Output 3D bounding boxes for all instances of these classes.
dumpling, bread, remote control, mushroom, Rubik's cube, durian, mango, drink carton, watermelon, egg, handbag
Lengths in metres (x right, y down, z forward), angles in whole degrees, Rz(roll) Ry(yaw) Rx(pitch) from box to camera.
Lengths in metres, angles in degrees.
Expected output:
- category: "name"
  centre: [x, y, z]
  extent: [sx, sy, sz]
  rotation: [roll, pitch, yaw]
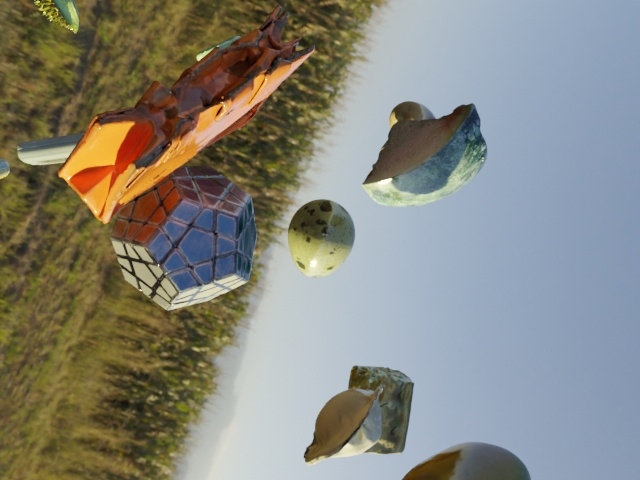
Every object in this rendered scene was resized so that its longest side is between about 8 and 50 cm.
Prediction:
- category: "dumpling"
  centre: [0.065, 0.422, 1.502]
  extent: [0.247, 0.142, 0.172]
  rotation: [-45, 176, -12]
- category: "bread"
  centre: [0.165, 0.505, 1.975]
  extent: [0.238, 0.196, 0.252]
  rotation: [130, -28, -84]
- category: "remote control"
  centre: [-0.501, -0.181, 1.321]
  extent: [0.087, 0.244, 0.047]
  rotation: [7, 81, -62]
- category: "mushroom"
  centre: [0.293, -0.336, 2.165]
  extent: [0.209, 0.206, 0.206]
  rotation: [-53, -171, 8]
- category: "Rubik's cube"
  centre: [-0.285, -0.008, 1.428]
  extent: [0.319, 0.319, 0.264]
  rotation: [-68, -159, 1]
- category: "durian"
  centre: [-0.683, -0.638, 1.676]
  extent: [0.137, 0.095, 0.220]
  rotation: [-119, -163, -48]
- category: "mango"
  centre: [0.197, 0.361, 0.910]
  extent: [0.251, 0.156, 0.114]
  rotation: [-24, 164, -30]
- category: "drink carton"
  centre: [-0.260, -0.484, 1.951]
  extent: [0.146, 0.142, 0.144]
  rotation: [-27, 165, -1]
- category: "watermelon"
  centre: [0.264, -0.204, 1.569]
  extent: [0.320, 0.290, 0.213]
  rotation: [-45, -122, 26]
- category: "egg"
  centre: [0.000, 0.000, 1.753]
  extent: [0.177, 0.177, 0.228]
  rotation: [-79, 179, -57]
- category: "handbag"
  centre: [-0.219, -0.208, 1.114]
  extent: [0.410, 0.116, 0.303]
  rotation: [-44, -169, -34]

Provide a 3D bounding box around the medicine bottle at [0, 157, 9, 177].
- category: "medicine bottle"
  centre: [-0.947, -0.183, 1.861]
  extent: [0.218, 0.074, 0.074]
  rotation: [-89, -159, -73]
